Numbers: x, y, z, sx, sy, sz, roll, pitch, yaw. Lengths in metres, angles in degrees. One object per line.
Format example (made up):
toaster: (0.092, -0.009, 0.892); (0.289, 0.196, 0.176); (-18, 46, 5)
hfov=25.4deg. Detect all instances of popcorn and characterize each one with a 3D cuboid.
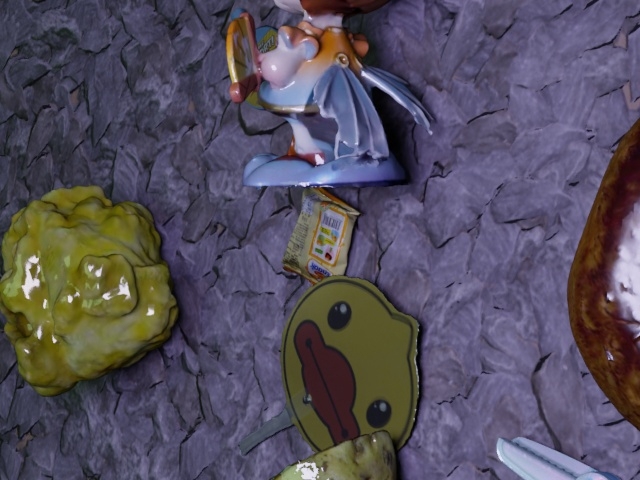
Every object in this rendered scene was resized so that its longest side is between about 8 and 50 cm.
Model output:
popcorn: (-0.314, 0.057, 1.879); (0.241, 0.235, 0.250); (-16, 50, -1)

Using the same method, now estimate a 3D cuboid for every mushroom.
mushroom: (0.369, 0.026, 1.199); (0.345, 0.239, 0.345); (17, 119, 34)

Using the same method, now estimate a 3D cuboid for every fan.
fan: (0.005, 0.171, 1.664); (0.335, 0.011, 0.229); (-38, 63, 37)

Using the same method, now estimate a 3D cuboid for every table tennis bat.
table tennis bat: (-0.079, -0.237, 1.827); (0.100, 0.019, 0.155); (-43, 57, 32)

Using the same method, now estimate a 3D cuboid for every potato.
potato: (-0.013, 0.327, 1.566); (0.272, 0.160, 0.111); (-45, 64, 31)

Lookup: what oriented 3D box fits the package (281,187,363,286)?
package: (0.001, -0.002, 1.696); (0.108, 0.031, 0.121); (29, 110, 45)

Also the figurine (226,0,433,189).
figurine: (0.023, -0.250, 1.555); (0.248, 0.276, 0.388); (1, 92, 33)

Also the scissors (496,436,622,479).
scissors: (0.272, 0.253, 1.376); (0.256, 0.030, 0.125); (27, 102, 41)
